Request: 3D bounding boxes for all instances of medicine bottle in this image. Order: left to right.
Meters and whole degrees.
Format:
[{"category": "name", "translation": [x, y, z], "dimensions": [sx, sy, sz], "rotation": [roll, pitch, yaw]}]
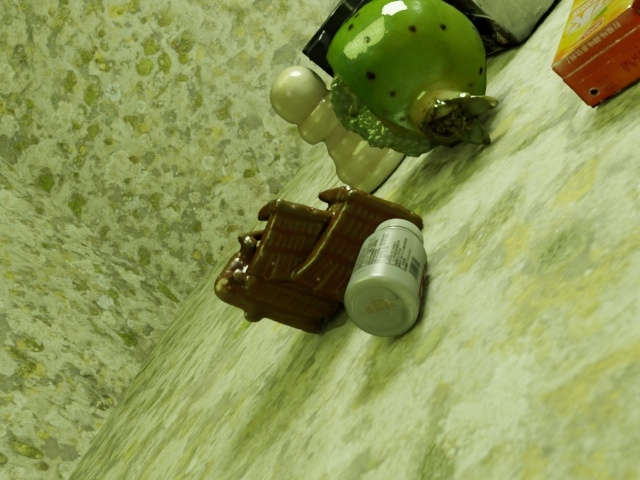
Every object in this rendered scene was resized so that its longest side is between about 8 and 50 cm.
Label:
[{"category": "medicine bottle", "translation": [0.077, 0.036, 0.693], "dimensions": [0.079, 0.079, 0.140], "rotation": [-44, 11, 32]}]

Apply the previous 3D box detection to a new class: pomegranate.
[{"category": "pomegranate", "translation": [0.150, -0.242, 0.961], "dimensions": [0.260, 0.260, 0.340], "rotation": [-49, 40, 8]}]

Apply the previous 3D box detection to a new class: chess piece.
[{"category": "chess piece", "translation": [0.027, -0.243, 1.300], "dimensions": [0.167, 0.300, 0.167], "rotation": [-47, 9, 10]}]

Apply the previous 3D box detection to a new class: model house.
[{"category": "model house", "translation": [-0.001, 0.001, 0.877], "dimensions": [0.229, 0.200, 0.219], "rotation": [-48, 22, 35]}]

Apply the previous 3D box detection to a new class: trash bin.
[{"category": "trash bin", "translation": [0.138, -0.370, 1.282], "dimensions": [0.203, 0.302, 0.252], "rotation": [-38, 20, 49]}]

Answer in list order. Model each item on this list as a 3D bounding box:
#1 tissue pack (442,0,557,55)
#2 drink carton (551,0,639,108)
[{"category": "tissue pack", "translation": [0.315, -0.497, 1.232], "dimensions": [0.198, 0.210, 0.370], "rotation": [-54, 9, 5]}, {"category": "drink carton", "translation": [0.323, -0.246, 0.663], "dimensions": [0.096, 0.071, 0.222], "rotation": [-36, 17, 50]}]
